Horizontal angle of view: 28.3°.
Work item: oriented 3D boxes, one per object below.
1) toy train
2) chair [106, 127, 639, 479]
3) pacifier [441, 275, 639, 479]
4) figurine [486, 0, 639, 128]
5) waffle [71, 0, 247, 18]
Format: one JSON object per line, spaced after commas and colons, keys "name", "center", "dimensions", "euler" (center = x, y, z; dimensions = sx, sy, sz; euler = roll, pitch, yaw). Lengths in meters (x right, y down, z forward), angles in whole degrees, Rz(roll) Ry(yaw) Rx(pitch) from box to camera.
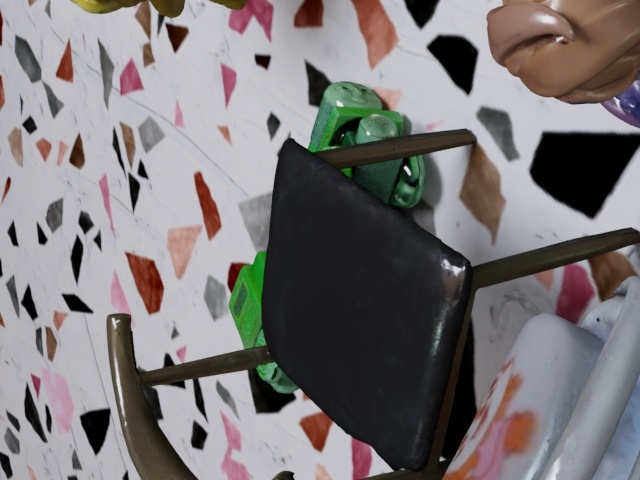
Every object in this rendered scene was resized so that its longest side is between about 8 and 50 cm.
{"name": "toy train", "center": [0.000, 0.000, 0.937], "dimensions": [0.119, 0.085, 0.251], "euler": [-117, 38, -46]}
{"name": "chair", "center": [0.025, 0.046, 0.740], "dimensions": [0.188, 0.272, 0.166], "euler": [37, 128, 43]}
{"name": "pacifier", "center": [0.177, 0.153, 0.628], "dimensions": [0.300, 0.233, 0.244], "euler": [-62, 2, -8]}
{"name": "figurine", "center": [0.155, -0.115, 0.632], "dimensions": [0.114, 0.157, 0.126], "euler": [-35, 65, 31]}
{"name": "waffle", "center": [-0.065, -0.289, 0.779], "dimensions": [0.151, 0.261, 0.324], "euler": [55, 142, 18]}
